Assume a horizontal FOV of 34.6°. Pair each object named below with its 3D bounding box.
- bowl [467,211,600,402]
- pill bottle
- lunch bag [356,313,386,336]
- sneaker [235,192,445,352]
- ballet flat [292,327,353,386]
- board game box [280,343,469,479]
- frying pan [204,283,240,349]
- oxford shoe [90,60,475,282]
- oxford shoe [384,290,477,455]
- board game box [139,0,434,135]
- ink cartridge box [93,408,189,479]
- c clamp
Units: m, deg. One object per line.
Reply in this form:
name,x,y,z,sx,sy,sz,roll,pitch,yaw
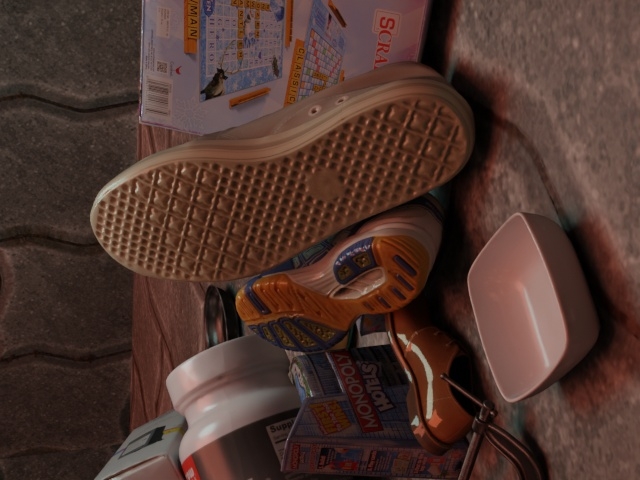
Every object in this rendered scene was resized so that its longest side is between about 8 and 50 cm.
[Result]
bowl,0.190,0.058,0.897,0.142,0.053,0.142,116,147,-57
pill bottle,-0.067,0.324,1.381,0.362,0.210,0.210,65,156,19
lunch bag,0.065,0.067,1.281,0.083,0.053,0.071,91,166,-47
sneaker,0.028,0.036,1.174,0.296,0.131,0.112,-22,115,42
ballet flat,-0.001,0.170,1.469,0.080,0.073,0.232,-119,31,-56
board game box,0.039,0.190,1.158,0.194,0.194,0.060,-114,27,-46
frying pan,-0.186,0.194,2.080,0.326,0.053,0.197,-165,72,-69
oxford shoe,-0.044,-0.072,1.119,0.169,0.449,0.130,61,-158,-25
oxford shoe,0.126,0.123,1.113,0.076,0.076,0.212,-41,45,30
board game box,-0.038,-0.249,1.133,0.066,0.318,0.318,-64,-14,-56
ink cartridge box,-0.209,0.393,1.537,0.226,0.131,0.306,63,-178,-4
c clamp,0.163,0.225,1.011,0.137,0.022,0.160,33,131,37
